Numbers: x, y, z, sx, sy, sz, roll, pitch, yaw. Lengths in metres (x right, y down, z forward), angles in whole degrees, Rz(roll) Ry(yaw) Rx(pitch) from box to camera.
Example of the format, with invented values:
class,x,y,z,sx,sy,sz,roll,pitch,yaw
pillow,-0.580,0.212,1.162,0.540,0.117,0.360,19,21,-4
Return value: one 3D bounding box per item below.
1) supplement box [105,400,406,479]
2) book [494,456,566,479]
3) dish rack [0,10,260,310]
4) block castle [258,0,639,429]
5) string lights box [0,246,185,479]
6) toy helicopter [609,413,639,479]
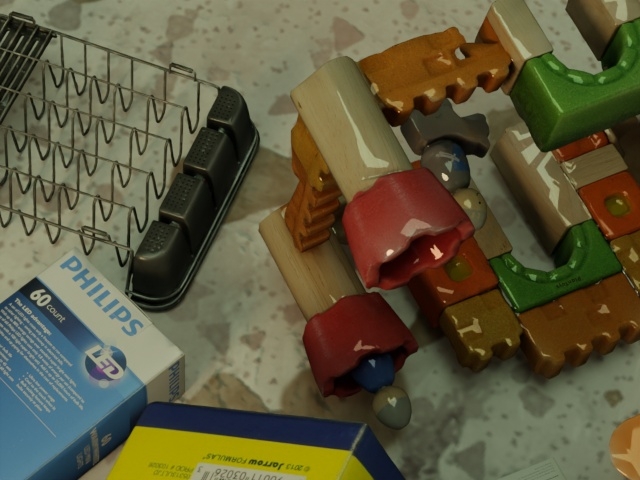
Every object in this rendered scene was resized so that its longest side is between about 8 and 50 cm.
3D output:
class,x,y,z,sx,sy,sz,roll,pitch,yaw
supplement box,-0.075,0.309,1.274,0.195,0.194,0.357,2,50,35
book,0.166,0.246,1.464,0.096,0.035,0.144,-19,61,-13
dish rack,-0.207,-0.078,1.617,0.271,0.074,0.208,19,58,10
block castle,0.192,-0.043,1.477,0.453,0.303,0.213,-22,70,-19
string lights box,-0.243,0.137,1.478,0.259,0.077,0.133,-38,68,-23
toy helicopter,0.255,0.187,1.360,0.140,0.235,0.355,38,52,18
